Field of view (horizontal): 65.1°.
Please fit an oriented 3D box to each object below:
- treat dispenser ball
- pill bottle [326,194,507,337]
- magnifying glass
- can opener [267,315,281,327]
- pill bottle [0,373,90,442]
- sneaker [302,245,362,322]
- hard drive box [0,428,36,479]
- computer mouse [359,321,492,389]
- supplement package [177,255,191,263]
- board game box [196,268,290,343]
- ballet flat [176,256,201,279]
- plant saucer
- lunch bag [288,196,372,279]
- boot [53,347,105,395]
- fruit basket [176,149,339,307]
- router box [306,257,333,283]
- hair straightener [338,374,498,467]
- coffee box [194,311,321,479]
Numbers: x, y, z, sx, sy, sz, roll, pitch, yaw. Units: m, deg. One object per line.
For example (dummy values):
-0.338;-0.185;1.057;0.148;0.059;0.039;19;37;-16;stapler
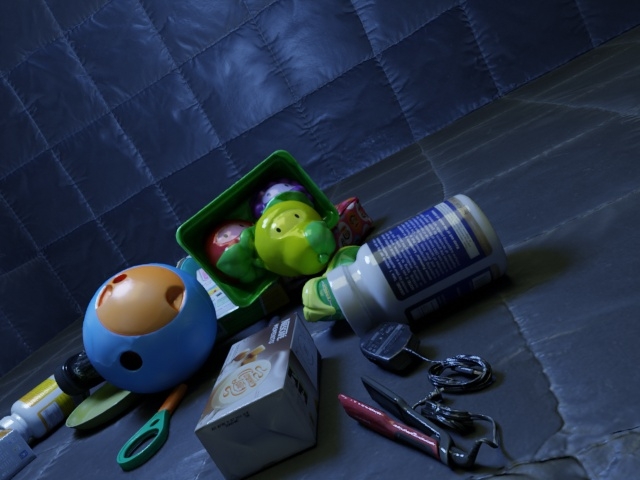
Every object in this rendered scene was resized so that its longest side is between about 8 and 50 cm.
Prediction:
-0.380;0.196;1.136;0.288;0.288;0.288;-28;12;6;treat dispenser ball
0.154;0.048;0.830;0.264;0.153;0.153;-28;12;4;pill bottle
-0.315;0.355;0.976;0.092;0.026;0.231;-26;14;15;magnifying glass
-0.099;0.194;1.031;0.073;0.059;0.186;3;12;3;can opener
-0.740;0.449;1.340;0.117;0.118;0.208;-20;16;39;pill bottle
0.062;0.096;1.036;0.123;0.110;0.295;6;21;20;sneaker
-0.817;0.553;1.157;0.181;0.089;0.232;-21;15;38;hard drive box
0.137;0.164;0.691;0.071;0.041;0.242;-43;23;-20;computer mouse
-0.362;0.082;1.732;0.244;0.139;0.134;-16;16;49;supplement package
-0.228;0.125;1.408;0.242;0.064;0.316;-29;28;1;board game box
-0.407;0.177;1.509;0.123;0.123;0.348;-29;36;0;ballet flat
-0.508;0.388;1.244;0.241;0.037;0.241;-29;11;6;plant saucer
0.000;0.000;1.505;0.258;0.120;0.293;-27;12;35;lunch bag
-0.549;0.289;1.419;0.260;0.131;0.348;-36;6;9;boot
-0.121;-0.026;1.204;0.392;0.283;0.392;-40;6;5;fruit basket
0.036;0.080;1.252;0.092;0.038;0.122;-18;16;44;router box
0.114;0.193;0.577;0.089;0.047;0.230;-36;14;-26;hair straightener
-0.081;0.226;0.770;0.141;0.098;0.246;-27;12;9;coffee box
